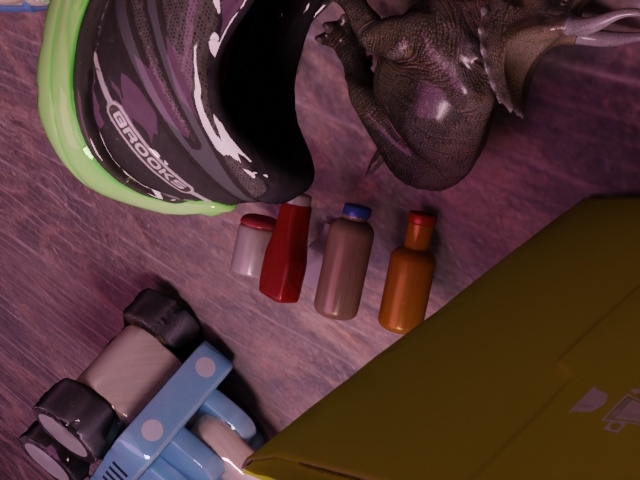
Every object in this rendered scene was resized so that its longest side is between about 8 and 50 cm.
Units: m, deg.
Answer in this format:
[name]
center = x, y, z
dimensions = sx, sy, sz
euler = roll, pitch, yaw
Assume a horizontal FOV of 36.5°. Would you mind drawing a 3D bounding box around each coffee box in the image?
[coffee box]
center = 0.229, 0.189, 0.525
dimensions = 0.338, 0.338, 0.334
euler = 4, 121, 53

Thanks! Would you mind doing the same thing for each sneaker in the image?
[sneaker]
center = -0.029, -0.243, 0.564
dimensions = 0.202, 0.185, 0.482
euler = 17, 111, 20

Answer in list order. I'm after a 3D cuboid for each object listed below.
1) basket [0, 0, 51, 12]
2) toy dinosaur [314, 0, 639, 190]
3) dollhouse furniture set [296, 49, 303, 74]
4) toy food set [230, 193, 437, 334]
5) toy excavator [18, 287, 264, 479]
[basket]
center = -0.300, -0.303, 0.849
dimensions = 0.289, 0.255, 0.201
euler = 11, 102, 40
[toy dinosaur]
center = 0.070, -0.102, 0.679
dimensions = 0.160, 0.121, 0.313
euler = 60, 146, 19
[dollhouse furniture set]
center = -0.116, -0.136, 0.908
dimensions = 0.161, 0.101, 0.182
euler = 42, 146, 20
[toy food set]
center = 0.000, 0.000, 0.890
dimensions = 0.232, 0.111, 0.104
euler = 26, 108, 54
[toy excavator]
center = -0.129, 0.278, 1.252
dimensions = 0.445, 0.222, 0.433
euler = 40, 147, -1
